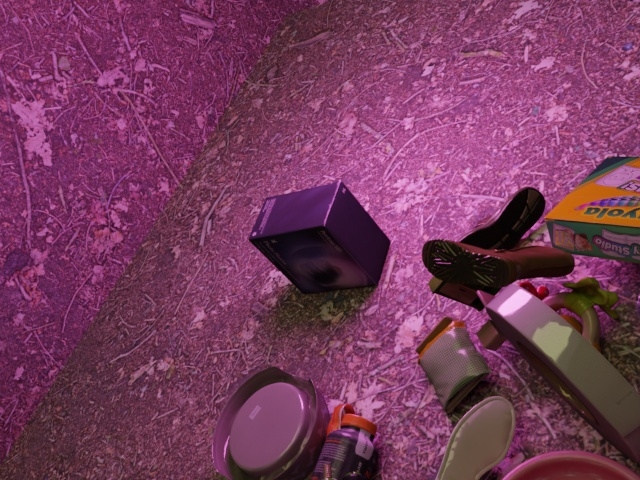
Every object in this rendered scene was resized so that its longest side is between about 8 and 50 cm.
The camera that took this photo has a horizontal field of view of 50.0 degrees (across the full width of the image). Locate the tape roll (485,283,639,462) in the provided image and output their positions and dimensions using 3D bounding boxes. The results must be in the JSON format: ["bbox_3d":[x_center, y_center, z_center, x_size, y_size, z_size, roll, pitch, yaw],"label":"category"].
[{"bbox_3d":[0.470,0.245,1.291,0.072,0.392,0.392,-42,36,2],"label":"tape roll"}]

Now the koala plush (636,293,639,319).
[{"bbox_3d":[0.764,0.149,1.319,0.221,0.203,0.196,-34,23,-23],"label":"koala plush"}]

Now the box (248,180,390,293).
[{"bbox_3d":[0.000,0.000,2.056,0.294,0.296,0.183,-11,46,37],"label":"box"}]

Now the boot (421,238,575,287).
[{"bbox_3d":[0.390,0.047,1.510,0.236,0.269,0.089,20,108,42],"label":"boot"}]

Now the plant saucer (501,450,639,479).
[{"bbox_3d":[0.456,0.544,1.218,0.332,0.084,0.332,-16,43,15],"label":"plant saucer"}]

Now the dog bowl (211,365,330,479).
[{"bbox_3d":[-0.126,0.508,1.832,0.349,0.102,0.349,-25,39,23],"label":"dog bowl"}]

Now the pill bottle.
[{"bbox_3d":[0.055,0.536,1.608,0.130,0.130,0.246,-4,52,41],"label":"pill bottle"}]

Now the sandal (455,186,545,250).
[{"bbox_3d":[0.466,-0.020,1.815,0.303,0.120,0.086,-40,8,1],"label":"sandal"}]

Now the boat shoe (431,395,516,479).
[{"bbox_3d":[0.305,0.473,1.452,0.116,0.099,0.319,30,76,10],"label":"boat shoe"}]

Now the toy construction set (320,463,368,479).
[{"bbox_3d":[0.064,0.651,1.376,0.237,0.257,0.309,-95,28,-50],"label":"toy construction set"}]

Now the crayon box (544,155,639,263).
[{"bbox_3d":[0.736,-0.072,1.499,0.313,0.106,0.363,-36,28,-32],"label":"crayon box"}]

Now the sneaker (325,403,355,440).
[{"bbox_3d":[0.042,0.499,1.733,0.067,0.064,0.175,-33,27,49],"label":"sneaker"}]

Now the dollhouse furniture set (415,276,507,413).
[{"bbox_3d":[0.302,0.222,1.592,0.301,0.151,0.197,-54,30,23],"label":"dollhouse furniture set"}]

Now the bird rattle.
[{"bbox_3d":[0.529,0.176,1.533,0.253,0.143,0.207,-18,59,35],"label":"bird rattle"}]
